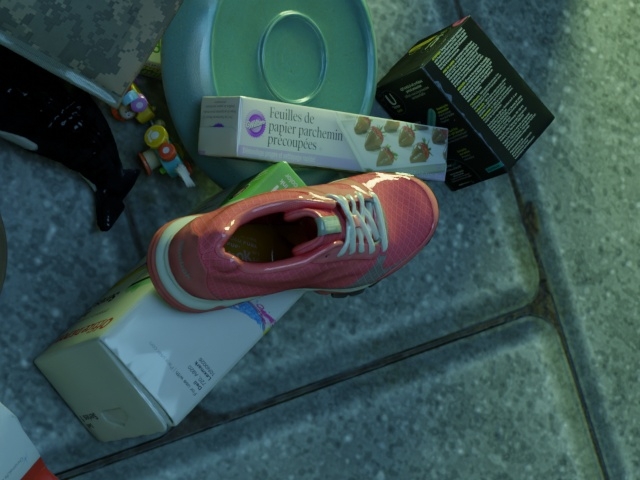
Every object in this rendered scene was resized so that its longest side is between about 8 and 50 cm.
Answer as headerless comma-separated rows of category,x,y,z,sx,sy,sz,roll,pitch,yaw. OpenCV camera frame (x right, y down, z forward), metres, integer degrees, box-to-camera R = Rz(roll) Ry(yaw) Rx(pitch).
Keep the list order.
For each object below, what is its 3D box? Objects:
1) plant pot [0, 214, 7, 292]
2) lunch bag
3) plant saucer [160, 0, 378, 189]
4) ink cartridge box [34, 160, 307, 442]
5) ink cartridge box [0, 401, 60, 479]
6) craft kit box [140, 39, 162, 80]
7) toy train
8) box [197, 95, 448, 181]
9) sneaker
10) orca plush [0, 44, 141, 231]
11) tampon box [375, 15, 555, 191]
plant pot,-0.406,0.003,1.625,0.237,0.109,0.237,6,77,-29
lunch bag,-0.262,-0.298,1.584,0.287,0.169,0.235,29,97,-23
plant saucer,-0.040,-0.197,1.845,0.317,0.043,0.318,-2,93,-45
ink cartridge box,-0.132,0.064,1.710,0.117,0.201,0.278,50,62,-11
ink cartridge box,-0.345,0.260,1.644,0.232,0.066,0.189,44,63,-10
craft kit box,-0.173,-0.301,1.843,0.249,0.061,0.247,14,77,-26
toy train,-0.193,-0.121,1.771,0.046,0.125,0.166,-31,103,4
box,0.010,-0.107,1.823,0.324,0.067,0.063,5,89,-46
sneaker,0.000,0.001,1.598,0.313,0.136,0.116,-14,87,-30
orca plush,-0.289,-0.123,1.700,0.151,0.102,0.287,-38,113,-13
tampon box,0.164,-0.158,1.963,0.161,0.120,0.101,49,63,-13
